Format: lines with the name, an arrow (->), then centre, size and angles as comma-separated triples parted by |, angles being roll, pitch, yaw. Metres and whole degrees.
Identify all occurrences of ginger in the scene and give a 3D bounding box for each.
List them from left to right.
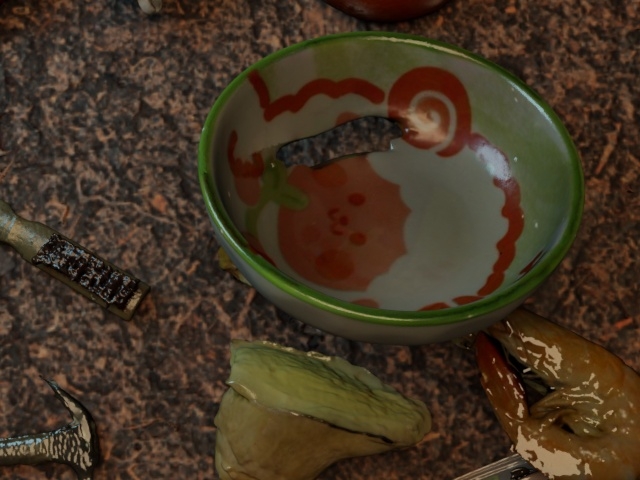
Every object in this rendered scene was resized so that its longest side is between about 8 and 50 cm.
ginger -> -0.002, 0.175, 1.255 | 0.193, 0.115, 0.123 | 14, 101, -2

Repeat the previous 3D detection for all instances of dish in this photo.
dish -> 0.054, -0.026, 1.212 | 0.324, 0.124, 0.324 | 3, 50, -4

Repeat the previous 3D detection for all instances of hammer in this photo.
hammer -> -0.350, 0.200, 1.293 | 0.297, 0.027, 0.125 | -8, 79, 2

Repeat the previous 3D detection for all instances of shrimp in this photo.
shrimp -> 0.181, 0.124, 1.235 | 0.287, 0.063, 0.152 | 33, 52, 5

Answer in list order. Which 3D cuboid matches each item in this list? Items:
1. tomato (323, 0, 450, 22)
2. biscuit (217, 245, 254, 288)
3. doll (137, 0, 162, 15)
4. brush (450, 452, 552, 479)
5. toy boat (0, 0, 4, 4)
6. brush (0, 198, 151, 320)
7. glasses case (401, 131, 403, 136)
tomato -> 0.046, -0.324, 1.320 | 0.200, 0.139, 0.233 | -44, 80, 1
biscuit -> 0.000, 0.000, 1.299 | 0.183, 0.061, 0.118 | 9, 78, 5
doll -> -0.213, -0.399, 1.335 | 0.099, 0.188, 0.384 | -19, 89, 30
brush -> 0.074, 0.264, 1.242 | 0.313, 0.072, 0.067 | -21, 92, 0
toy boat -> -0.394, -0.268, 1.334 | 0.332, 0.133, 0.145 | -32, 78, -4
brush -> -0.275, -0.003, 1.325 | 0.248, 0.036, 0.043 | 30, 78, 8
glasses case -> 0.114, -0.088, 1.320 | 0.064, 0.041, 0.170 | -18, 79, 14
